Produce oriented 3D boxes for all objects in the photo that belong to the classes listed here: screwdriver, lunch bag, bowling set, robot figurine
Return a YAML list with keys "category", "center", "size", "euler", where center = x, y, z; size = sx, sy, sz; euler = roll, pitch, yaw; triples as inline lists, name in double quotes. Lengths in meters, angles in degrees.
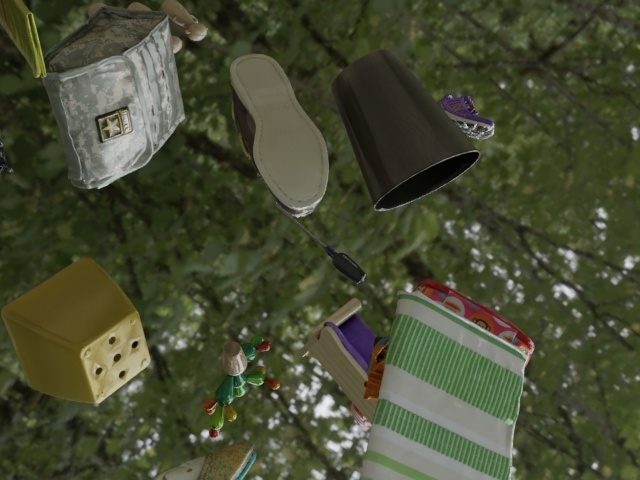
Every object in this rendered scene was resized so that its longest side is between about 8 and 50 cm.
- category: "screwdriver"
  center: [0.000, 0.000, 1.264]
  size: [0.025, 0.170, 0.024]
  euler: [-37, 161, -23]
- category: "lunch bag"
  center: [-0.375, -0.255, 1.618]
  size: [0.287, 0.169, 0.235]
  euler: [-62, 155, -47]
- category: "bowling set"
  center: [-0.387, -0.408, 1.976]
  size: [0.287, 0.154, 0.200]
  euler: [-26, 154, -49]
- category: "robot figurine"
  center: [0.176, 0.204, 1.468]
  size: [0.291, 0.211, 0.085]
  euler: [-38, 144, -69]
- category: "lunch bag"
  center: [0.307, 0.223, 1.998]
  size: [0.120, 0.293, 0.258]
  euler: [-55, 172, -21]

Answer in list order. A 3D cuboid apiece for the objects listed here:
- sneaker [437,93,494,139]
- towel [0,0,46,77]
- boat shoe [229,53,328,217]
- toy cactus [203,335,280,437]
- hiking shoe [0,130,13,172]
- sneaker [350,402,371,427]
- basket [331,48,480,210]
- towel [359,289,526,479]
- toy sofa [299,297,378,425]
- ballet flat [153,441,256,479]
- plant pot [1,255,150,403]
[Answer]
- category: "sneaker"
  center: [0.287, -0.256, 1.800]
  size: [0.071, 0.068, 0.170]
  euler: [-53, -138, 1]
- category: "towel"
  center: [-0.450, -0.327, 1.312]
  size: [0.021, 0.102, 0.237]
  euler: [-22, -137, -22]
- category: "boat shoe"
  center: [-0.071, -0.158, 1.451]
  size: [0.096, 0.117, 0.324]
  euler: [100, -28, -53]
- category: "toy cactus"
  center: [-0.157, 0.262, 1.734]
  size: [0.219, 0.112, 0.180]
  euler: [-51, 157, -30]
- category: "hiking shoe"
  center: [-0.613, -0.101, 1.465]
  size: [0.227, 0.086, 0.114]
  euler: [-30, -113, 5]
- category: "sneaker"
  center: [0.172, 0.419, 2.123]
  size: [0.087, 0.221, 0.128]
  euler: [-61, -174, -24]
- category: "basket"
  center: [0.124, -0.192, 1.516]
  size: [0.204, 0.226, 0.154]
  euler: [-25, 165, -15]
- category: "towel"
  center: [0.168, 0.250, 1.210]
  size: [0.038, 0.248, 0.324]
  euler: [-26, -138, 50]
- category: "toy sofa"
  center: [0.136, 0.305, 1.964]
  size: [0.150, 0.362, 0.177]
  euler: [-35, 168, -32]
- category: "ballet flat"
  center: [-0.213, 0.400, 1.285]
  size: [0.123, 0.123, 0.348]
  euler: [-30, -160, 47]
- category: "plant pot"
  center: [-0.456, 0.193, 1.767]
  size: [0.187, 0.212, 0.212]
  euler: [23, -136, 33]
